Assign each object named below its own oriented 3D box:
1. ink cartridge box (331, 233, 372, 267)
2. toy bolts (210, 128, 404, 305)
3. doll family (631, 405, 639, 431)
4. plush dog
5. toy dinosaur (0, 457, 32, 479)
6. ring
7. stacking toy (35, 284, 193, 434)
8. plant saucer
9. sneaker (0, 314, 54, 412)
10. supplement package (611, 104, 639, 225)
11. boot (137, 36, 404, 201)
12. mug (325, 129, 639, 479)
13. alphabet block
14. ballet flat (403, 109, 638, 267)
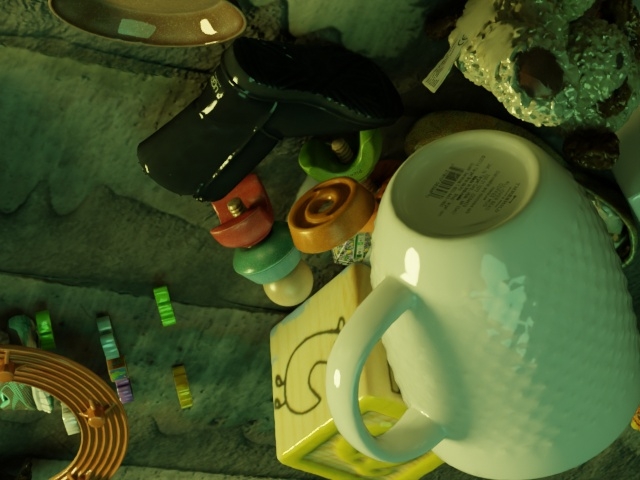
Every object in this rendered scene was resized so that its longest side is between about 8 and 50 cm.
[{"bbox_3d":[0.064,-0.016,1.928,0.063,0.029,0.115,10,131,-24],"label":"ink cartridge box"},{"bbox_3d":[0.000,0.000,1.807,0.228,0.218,0.158,-23,122,17],"label":"toy bolts"},{"bbox_3d":[0.521,0.215,2.216,0.163,0.118,0.263,29,121,-35],"label":"doll family"},{"bbox_3d":[0.253,-0.192,1.704,0.225,0.262,0.210,33,152,-27],"label":"plush dog"},{"bbox_3d":[-0.446,0.341,2.117,0.118,0.064,0.268,3,135,-5],"label":"toy dinosaur"},{"bbox_3d":[-0.407,0.254,1.974,0.336,0.032,0.336,-4,133,-4],"label":"ring"},{"bbox_3d":[-0.257,0.146,1.988,0.167,0.052,0.221,-13,133,-6],"label":"stacking toy"},{"bbox_3d":[-0.171,-0.241,1.584,0.198,0.036,0.198,3,168,1],"label":"plant saucer"},{"bbox_3d":[-0.378,0.159,1.958,0.076,0.065,0.166,-7,133,-3],"label":"sneaker"},{"bbox_3d":[0.460,-0.058,1.892,0.175,0.177,0.293,-27,134,11],"label":"supplement package"},{"bbox_3d":[-0.058,-0.124,1.749,0.246,0.094,0.207,6,144,-39],"label":"boot"},{"bbox_3d":[0.157,0.083,1.698,0.374,0.276,0.328,-40,135,-19],"label":"mug"},{"bbox_3d":[0.067,0.177,1.979,0.193,0.197,0.192,21,135,-31],"label":"alphabet block"},{"bbox_3d":[0.253,-0.051,1.887,0.348,0.123,0.123,24,123,-33],"label":"ballet flat"}]
